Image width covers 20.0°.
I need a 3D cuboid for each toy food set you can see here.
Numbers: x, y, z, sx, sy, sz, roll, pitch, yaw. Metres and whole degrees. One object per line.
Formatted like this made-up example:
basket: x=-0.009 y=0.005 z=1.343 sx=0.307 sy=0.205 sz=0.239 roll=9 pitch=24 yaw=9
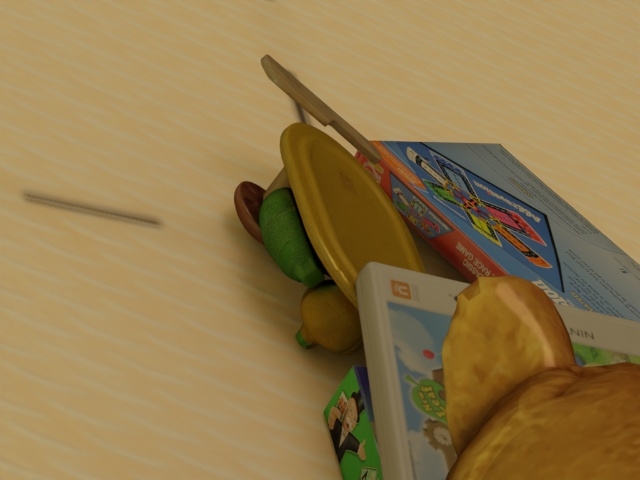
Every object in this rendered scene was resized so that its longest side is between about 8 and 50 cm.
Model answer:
toy food set: x=0.000 y=0.000 z=1.130 sx=0.128 sy=0.071 sz=0.218 roll=35 pitch=26 yaw=-40

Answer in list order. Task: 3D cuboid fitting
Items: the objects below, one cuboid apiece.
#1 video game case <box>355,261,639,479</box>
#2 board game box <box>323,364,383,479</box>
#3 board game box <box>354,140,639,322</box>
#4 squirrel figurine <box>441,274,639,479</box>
video game case: x=0.120 y=0.113 z=0.988 sx=0.193 sy=0.023 sz=0.212 roll=13 pitch=44 yaw=-21
board game box: x=0.170 y=0.184 z=1.022 sx=0.317 sy=0.046 sz=0.213 roll=12 pitch=38 yaw=-24
board game box: x=0.156 y=0.020 z=1.207 sx=0.145 sy=0.027 sz=0.281 roll=0 pitch=35 yaw=-44
squirrel figurine: x=0.004 y=0.200 z=0.571 sx=0.397 sy=0.370 sz=0.281 roll=10 pitch=35 yaw=-23
